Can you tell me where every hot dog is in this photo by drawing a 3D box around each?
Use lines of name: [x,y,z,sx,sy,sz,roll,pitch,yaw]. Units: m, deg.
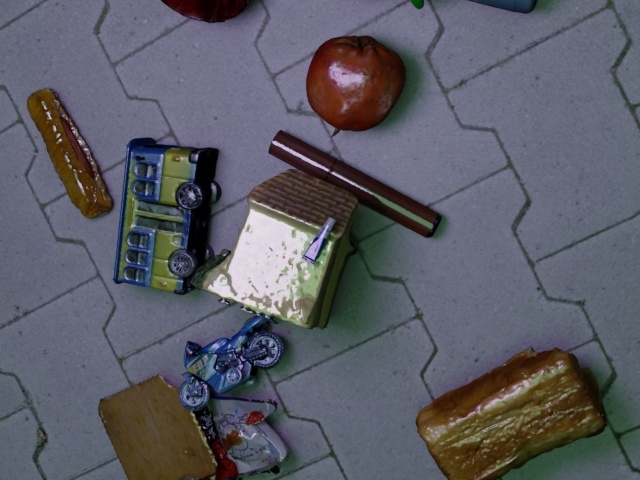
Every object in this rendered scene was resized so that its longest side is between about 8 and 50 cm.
hot dog: [-0.517,-0.177,1.987,0.083,0.068,0.289,-28,91,21]

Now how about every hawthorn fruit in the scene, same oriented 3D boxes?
hawthorn fruit: [0.058,-0.275,1.795,0.179,0.179,0.200,21,114,9]

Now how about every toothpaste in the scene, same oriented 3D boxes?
toothpaste: [0.000,0.000,1.637,0.024,0.015,0.083,32,87,14]

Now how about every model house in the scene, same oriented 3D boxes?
model house: [-0.068,0.009,1.796,0.261,0.321,0.266,21,89,7]

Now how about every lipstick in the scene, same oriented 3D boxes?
lipstick: [0.066,-0.108,1.868,0.356,0.057,0.057,29,102,8]

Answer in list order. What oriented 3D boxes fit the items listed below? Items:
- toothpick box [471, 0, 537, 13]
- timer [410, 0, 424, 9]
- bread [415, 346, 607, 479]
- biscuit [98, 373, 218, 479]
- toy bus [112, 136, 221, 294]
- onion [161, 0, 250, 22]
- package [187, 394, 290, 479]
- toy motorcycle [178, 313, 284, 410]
toothpick box: [0.302,-0.480,1.738,0.184,0.120,0.120,15,100,15]
timer: [0.110,-0.524,1.712,0.285,0.285,0.285,2,97,13]
bread: [0.352,0.328,1.811,0.344,0.149,0.195,-28,101,14]
biscuit: [-0.342,0.407,2.019,0.232,0.013,0.237,-25,89,26]
toy bus: [-0.301,-0.050,1.916,0.175,0.138,0.288,9,99,11]
onion: [-0.227,-0.522,1.816,0.252,0.219,0.252,6,77,-27]
package: [-0.189,0.399,1.986,0.269,0.071,0.194,-15,82,33]
toy motorcycle: [-0.188,0.233,1.944,0.254,0.092,0.136,-30,72,11]
